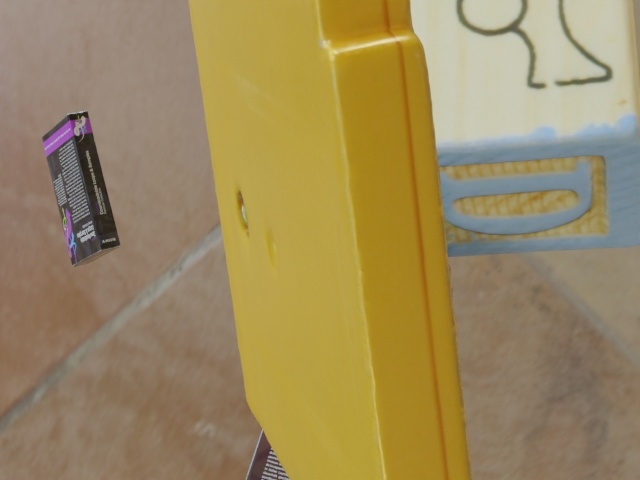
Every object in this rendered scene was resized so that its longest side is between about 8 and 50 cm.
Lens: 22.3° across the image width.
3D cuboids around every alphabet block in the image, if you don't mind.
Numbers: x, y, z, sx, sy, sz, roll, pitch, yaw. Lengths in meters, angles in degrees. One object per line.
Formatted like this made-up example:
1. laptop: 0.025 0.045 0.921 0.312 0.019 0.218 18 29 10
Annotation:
1. alphabet block: 0.157 -0.115 1.289 0.192 0.193 0.197 -2 65 7

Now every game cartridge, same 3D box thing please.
1. game cartridge: 0.000 0.000 0.775 0.053 0.324 0.285 -11 107 -13

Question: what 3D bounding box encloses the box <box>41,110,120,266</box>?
1. box: -0.277 -0.058 1.873 0.029 0.116 0.162 -11 85 -26

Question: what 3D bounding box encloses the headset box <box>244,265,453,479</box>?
1. headset box: 0.027 0.141 1.342 0.110 0.218 0.293 15 75 9
